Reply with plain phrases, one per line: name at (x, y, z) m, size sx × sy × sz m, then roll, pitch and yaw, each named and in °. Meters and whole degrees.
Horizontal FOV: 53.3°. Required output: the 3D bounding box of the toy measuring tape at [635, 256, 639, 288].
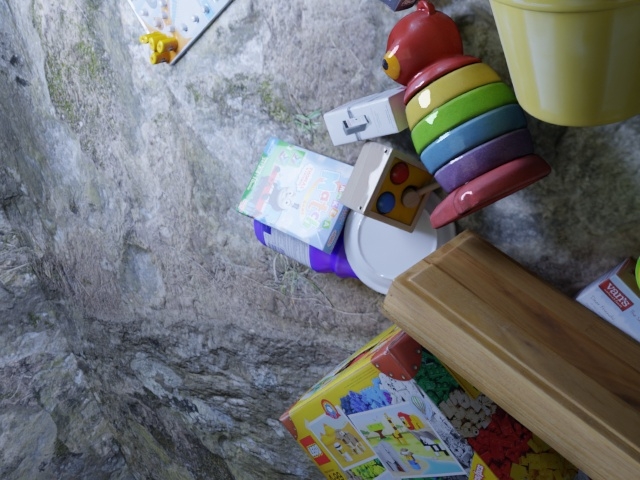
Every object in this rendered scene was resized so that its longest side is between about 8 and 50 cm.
toy measuring tape at (0.447, -0.019, 0.785) m, size 0.122 × 0.121 × 0.329 m, roll 1°, pitch 112°, yaw 42°

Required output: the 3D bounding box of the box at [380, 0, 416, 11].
box at (0.074, -0.465, 0.886) m, size 0.231 × 0.056 × 0.183 m, roll 43°, pitch 135°, yaw 14°

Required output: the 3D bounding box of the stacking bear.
stacking bear at (0.183, -0.187, 0.890) m, size 0.288 × 0.164 × 0.175 m, roll 64°, pitch 170°, yaw 6°

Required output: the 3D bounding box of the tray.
tray at (0.304, 0.152, 0.854) m, size 0.411 × 0.203 × 0.076 m, roll 38°, pitch 133°, yaw 24°

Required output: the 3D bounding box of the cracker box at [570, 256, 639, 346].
cracker box at (0.420, 0.151, 0.947) m, size 0.155 × 0.067 × 0.232 m, roll 50°, pitch 139°, yaw 11°

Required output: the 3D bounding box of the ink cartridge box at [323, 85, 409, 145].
ink cartridge box at (0.089, -0.199, 1.008) m, size 0.135 × 0.099 × 0.056 m, roll -4°, pitch 113°, yaw 45°

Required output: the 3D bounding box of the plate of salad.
plate of salad at (0.136, -0.004, 1.098) m, size 0.200 × 0.048 × 0.199 m, roll 0°, pitch 91°, yaw 23°

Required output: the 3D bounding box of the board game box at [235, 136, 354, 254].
board game box at (-0.038, -0.087, 1.175) m, size 0.212 × 0.039 × 0.160 m, roll 24°, pitch 88°, yaw 29°

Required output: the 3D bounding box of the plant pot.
plant pot at (0.294, -0.266, 0.687) m, size 0.254 × 0.254 × 0.238 m, roll 17°, pitch 142°, yaw 35°

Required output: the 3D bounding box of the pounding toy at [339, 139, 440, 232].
pounding toy at (0.133, -0.086, 1.008) m, size 0.100 × 0.141 × 0.130 m, roll 34°, pitch 103°, yaw 53°

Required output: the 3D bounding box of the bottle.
bottle at (0.000, 0.000, 1.222) m, size 0.283 × 0.092 × 0.118 m, roll 24°, pitch 133°, yaw 30°

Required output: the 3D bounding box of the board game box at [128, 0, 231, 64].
board game box at (-0.310, -0.579, 1.174) m, size 0.390 × 0.050 × 0.389 m, roll -25°, pitch 98°, yaw 48°

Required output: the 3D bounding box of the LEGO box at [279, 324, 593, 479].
LEGO box at (0.183, 0.357, 1.159) m, size 0.372 × 0.193 × 0.500 m, roll 49°, pitch 145°, yaw 7°
